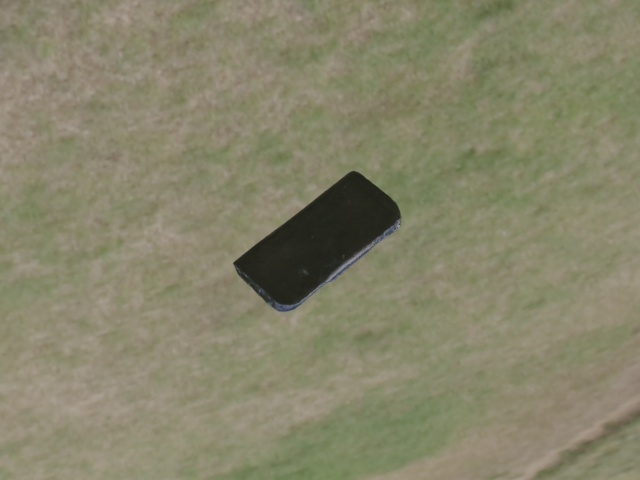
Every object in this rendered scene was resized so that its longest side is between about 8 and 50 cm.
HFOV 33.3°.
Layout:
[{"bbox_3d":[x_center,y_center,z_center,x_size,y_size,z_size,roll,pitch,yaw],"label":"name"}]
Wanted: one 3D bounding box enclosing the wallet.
[{"bbox_3d":[0.000,0.000,0.996,0.157,0.082,0.018,-40,153,-18],"label":"wallet"}]
